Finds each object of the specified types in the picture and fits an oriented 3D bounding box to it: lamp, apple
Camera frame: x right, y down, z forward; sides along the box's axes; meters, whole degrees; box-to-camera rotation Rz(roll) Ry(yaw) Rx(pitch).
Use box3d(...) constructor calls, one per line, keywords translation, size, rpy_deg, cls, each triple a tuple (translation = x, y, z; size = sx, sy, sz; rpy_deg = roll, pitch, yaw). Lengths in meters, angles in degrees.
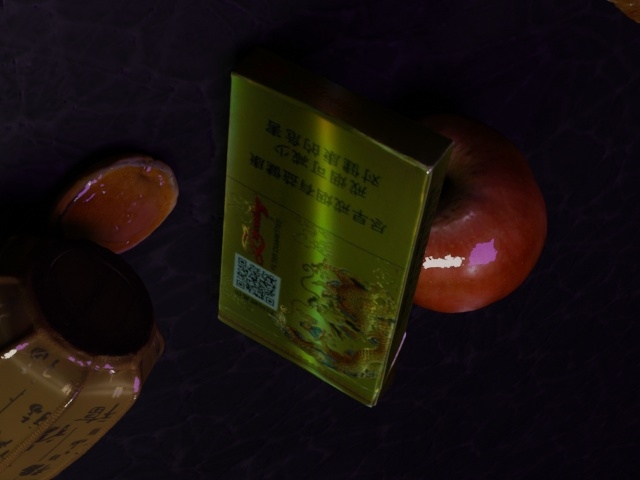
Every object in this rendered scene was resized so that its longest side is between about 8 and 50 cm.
box3d(translation=(-0.217, 0.090, 0.912), size=(0.161, 0.161, 0.185), rpy_deg=(3, 144, -46), cls="lamp")
box3d(translation=(0.109, -0.020, 1.078), size=(0.199, 0.199, 0.199), rpy_deg=(-25, 147, -17), cls="apple")

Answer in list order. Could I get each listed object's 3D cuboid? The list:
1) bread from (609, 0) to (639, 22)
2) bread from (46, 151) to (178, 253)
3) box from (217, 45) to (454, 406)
box3d(translation=(0.253, -0.248, 0.989), size=(0.105, 0.076, 0.233), rpy_deg=(-46, 142, -5), cls="bread")
box3d(translation=(-0.160, -0.026, 0.944), size=(0.110, 0.024, 0.110), rpy_deg=(-24, 147, -17), cls="bread")
box3d(translation=(0.000, 0.000, 0.995), size=(0.043, 0.173, 0.311), rpy_deg=(-50, 160, -36), cls="box")
